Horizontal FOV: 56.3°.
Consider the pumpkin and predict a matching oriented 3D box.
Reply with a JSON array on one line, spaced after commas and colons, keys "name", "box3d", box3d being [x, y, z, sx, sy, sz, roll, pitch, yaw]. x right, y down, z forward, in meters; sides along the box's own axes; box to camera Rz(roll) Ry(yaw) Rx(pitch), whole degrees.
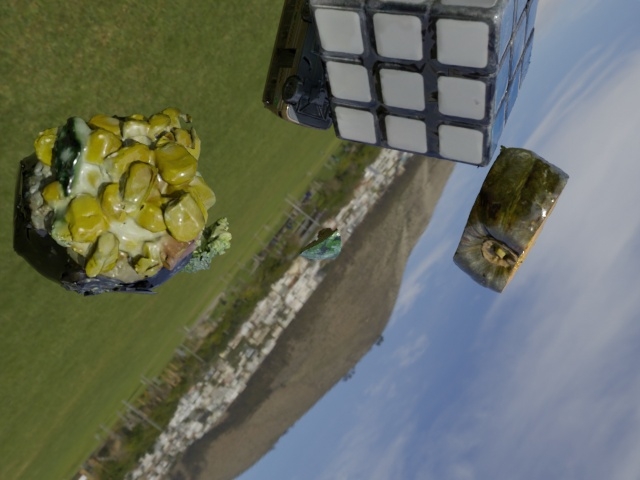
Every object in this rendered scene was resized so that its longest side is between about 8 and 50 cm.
[{"name": "pumpkin", "box3d": [0.372, -0.047, 1.173, 0.221, 0.139, 0.317, -53, 158, -28]}]

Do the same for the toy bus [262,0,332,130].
[{"name": "toy bus", "box3d": [-0.024, -0.384, 1.248, 0.157, 0.140, 0.289, 23, -77, 51]}]

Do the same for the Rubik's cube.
[{"name": "Rubik's cube", "box3d": [0.193, -0.353, 1.032, 0.301, 0.304, 0.305, 75, 35, -50]}]

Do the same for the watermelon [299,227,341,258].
[{"name": "watermelon", "box3d": [0.004, 0.009, 1.477, 0.101, 0.080, 0.155, -6, 180, -26]}]

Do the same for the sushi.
[{"name": "sushi", "box3d": [-0.360, -0.075, 1.033, 0.285, 0.329, 0.327, 154, -63, -67]}]

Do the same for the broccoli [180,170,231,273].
[{"name": "broccoli", "box3d": [-0.332, -0.051, 1.357, 0.247, 0.263, 0.243, 56, 48, -59]}]
